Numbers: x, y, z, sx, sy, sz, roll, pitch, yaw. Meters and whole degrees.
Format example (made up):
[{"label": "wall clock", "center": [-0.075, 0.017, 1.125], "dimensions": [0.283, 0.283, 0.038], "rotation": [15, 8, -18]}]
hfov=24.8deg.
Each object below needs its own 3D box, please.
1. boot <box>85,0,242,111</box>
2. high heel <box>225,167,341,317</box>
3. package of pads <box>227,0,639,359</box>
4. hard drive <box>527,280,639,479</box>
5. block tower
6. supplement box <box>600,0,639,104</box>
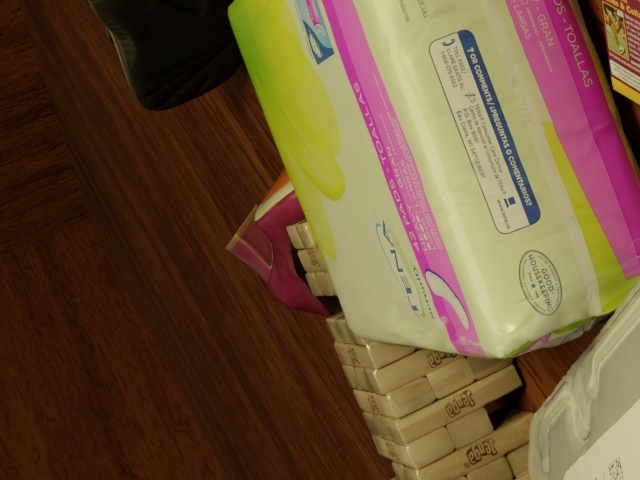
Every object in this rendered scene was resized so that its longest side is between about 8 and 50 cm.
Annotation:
[{"label": "boot", "center": [-0.168, -0.302, 1.162], "dimensions": [0.284, 0.138, 0.377], "rotation": [62, 172, 21]}, {"label": "high heel", "center": [0.000, 0.000, 1.186], "dimensions": [0.117, 0.082, 0.244], "rotation": [36, 152, -4]}, {"label": "package of pads", "center": [0.055, -0.056, 0.753], "dimensions": [0.296, 0.101, 0.229], "rotation": [175, 73, -77]}, {"label": "hard drive", "center": [0.157, 0.144, 0.597], "dimensions": [0.339, 0.064, 0.237], "rotation": [99, 167, -69]}, {"label": "block tower", "center": [0.087, 0.127, 0.954], "dimensions": [0.335, 0.097, 0.091], "rotation": [66, 168, -3]}, {"label": "supplement box", "center": [0.130, -0.087, 0.516], "dimensions": [0.055, 0.043, 0.083], "rotation": [49, 159, 54]}]
